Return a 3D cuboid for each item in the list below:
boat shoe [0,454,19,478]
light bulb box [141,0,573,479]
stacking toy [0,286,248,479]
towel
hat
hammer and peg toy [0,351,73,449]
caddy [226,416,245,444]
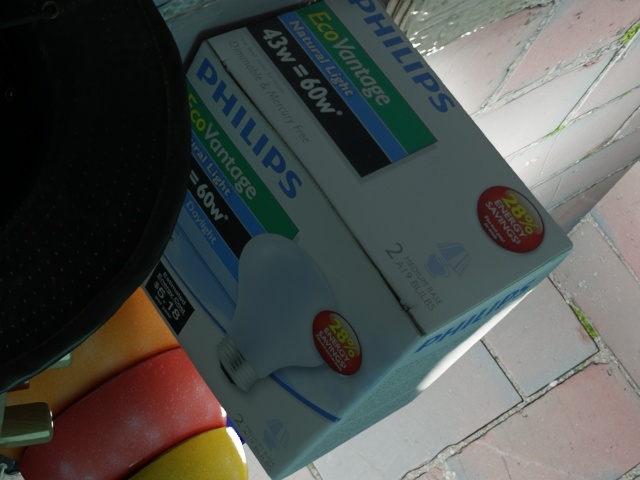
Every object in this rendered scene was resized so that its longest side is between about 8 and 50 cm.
[{"bbox_3d":[-0.447,0.294,1.792,0.302,0.091,0.114,-34,166,-4],"label":"boat shoe"},{"bbox_3d":[0.000,0.000,1.285,0.225,0.358,0.361,-26,163,-37],"label":"light bulb box"},{"bbox_3d":[-0.206,0.272,1.466,0.351,0.480,0.350,-32,166,-9],"label":"stacking toy"},{"bbox_3d":[0.176,-0.289,1.372,0.282,0.049,0.187,-28,166,-27],"label":"towel"},{"bbox_3d":[-0.236,-0.063,0.634,0.331,0.331,0.134,-28,174,-25],"label":"hat"},{"bbox_3d":[-0.270,0.086,0.974,0.127,0.361,0.266,-5,154,-20],"label":"hammer and peg toy"},{"bbox_3d":[-0.179,0.202,1.943,0.341,0.179,0.241,-37,142,9],"label":"caddy"}]
